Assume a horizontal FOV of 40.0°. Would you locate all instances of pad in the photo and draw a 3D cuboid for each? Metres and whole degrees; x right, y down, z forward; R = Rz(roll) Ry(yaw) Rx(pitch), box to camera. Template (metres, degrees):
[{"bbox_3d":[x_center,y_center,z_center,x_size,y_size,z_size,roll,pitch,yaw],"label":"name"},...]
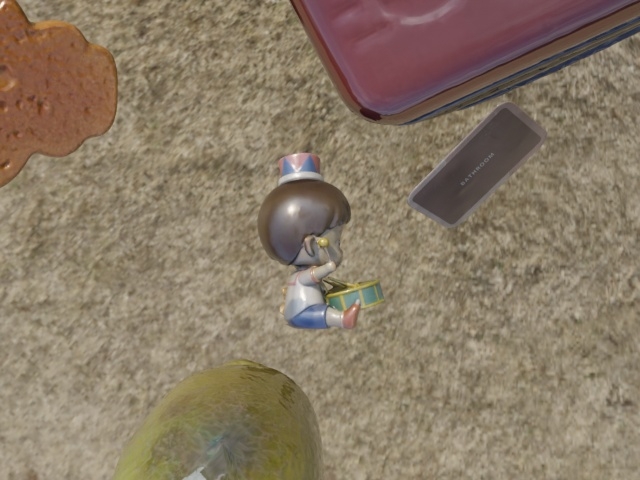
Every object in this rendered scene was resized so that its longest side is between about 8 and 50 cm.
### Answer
[{"bbox_3d":[0.294,-0.135,1.641,0.266,0.002,0.176,-46,137,18],"label":"pad"}]

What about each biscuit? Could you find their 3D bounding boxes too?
[{"bbox_3d":[-0.351,-0.140,0.809,0.047,0.334,0.201,23,115,53],"label":"biscuit"}]

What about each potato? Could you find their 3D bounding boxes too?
[{"bbox_3d":[-0.070,0.178,0.650,0.159,0.251,0.174,43,111,-13],"label":"potato"}]

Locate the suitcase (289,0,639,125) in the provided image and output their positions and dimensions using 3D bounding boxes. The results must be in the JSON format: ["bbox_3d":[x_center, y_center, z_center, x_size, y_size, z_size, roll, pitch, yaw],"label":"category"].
[{"bbox_3d":[0.107,-0.207,0.441,0.297,0.161,0.236,-24,99,18],"label":"suitcase"}]

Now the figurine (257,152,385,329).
[{"bbox_3d":[-0.009,0.002,1.335,0.158,0.161,0.275,-17,95,-17],"label":"figurine"}]
